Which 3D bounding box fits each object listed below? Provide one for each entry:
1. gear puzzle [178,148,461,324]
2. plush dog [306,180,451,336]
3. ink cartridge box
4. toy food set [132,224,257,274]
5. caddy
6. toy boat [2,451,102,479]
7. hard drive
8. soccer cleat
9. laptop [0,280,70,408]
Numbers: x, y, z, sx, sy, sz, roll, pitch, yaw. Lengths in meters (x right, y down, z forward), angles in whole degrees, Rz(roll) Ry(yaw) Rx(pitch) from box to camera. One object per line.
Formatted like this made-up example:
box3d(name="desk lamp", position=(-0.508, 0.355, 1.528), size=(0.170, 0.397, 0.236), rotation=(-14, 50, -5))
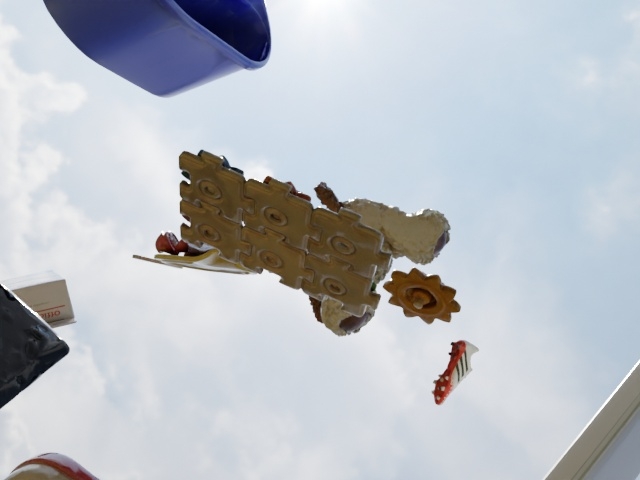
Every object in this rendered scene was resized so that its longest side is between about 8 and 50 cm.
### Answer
box3d(name="gear puzzle", position=(0.000, 0.000, 1.085), size=(0.339, 0.044, 0.175), rotation=(23, -36, 10))
box3d(name="plush dog", position=(0.052, 0.018, 1.612), size=(0.210, 0.262, 0.225), rotation=(45, -14, 6))
box3d(name="ink cartridge box", position=(-0.411, 0.088, 1.398), size=(0.180, 0.104, 0.060), rotation=(-171, -111, -67))
box3d(name="toy food set", position=(-0.189, 0.008, 1.546), size=(0.218, 0.128, 0.071), rotation=(4, -98, 40))
box3d(name="caddy", position=(-0.172, -0.312, 1.135), size=(0.179, 0.341, 0.241), rotation=(-22, -108, 20))
box3d(name="toy boat", position=(-0.193, 0.284, 0.912), size=(0.231, 0.151, 0.151), rotation=(31, -72, 9))
box3d(name="hard drive", position=(0.296, 0.261, 1.077), size=(0.040, 0.307, 0.203), rotation=(29, -43, 30))
box3d(name="soccer cleat", position=(0.157, 0.155, 1.149), size=(0.083, 0.036, 0.029), rotation=(-69, -156, 6))
box3d(name="laptop", position=(-0.316, 0.054, 0.527), size=(0.264, 0.234, 0.136), rotation=(42, -68, -1))
